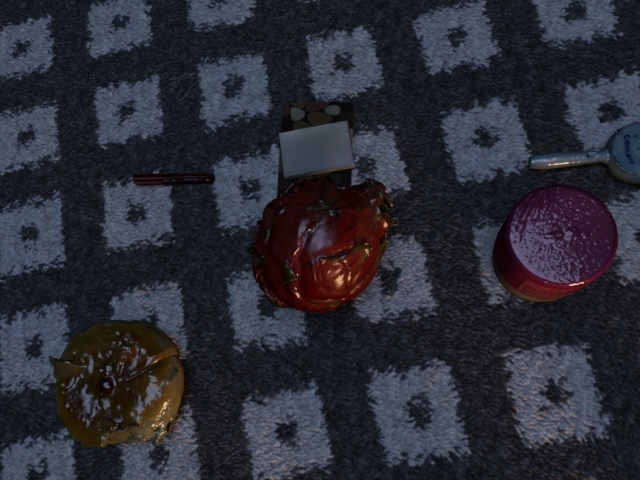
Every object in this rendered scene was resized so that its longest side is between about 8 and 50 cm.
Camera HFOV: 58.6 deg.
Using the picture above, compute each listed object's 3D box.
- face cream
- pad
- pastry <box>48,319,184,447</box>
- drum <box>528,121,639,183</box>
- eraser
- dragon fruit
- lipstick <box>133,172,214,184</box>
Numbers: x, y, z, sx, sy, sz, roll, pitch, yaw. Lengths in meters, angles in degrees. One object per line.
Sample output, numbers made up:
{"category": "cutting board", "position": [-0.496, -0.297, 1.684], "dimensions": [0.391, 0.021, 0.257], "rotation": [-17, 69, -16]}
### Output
{"category": "face cream", "position": [0.397, 0.014, 0.996], "dimensions": [0.175, 0.195, 0.175], "rotation": [-3, 74, 9]}
{"category": "pad", "position": [-0.010, -0.187, 1.208], "dimensions": [0.158, 0.003, 0.234], "rotation": [1, 75, 8]}
{"category": "pastry", "position": [-0.383, 0.265, 1.080], "dimensions": [0.257, 0.121, 0.235], "rotation": [-4, 74, 6]}
{"category": "drum", "position": [0.540, -0.180, 1.102], "dimensions": [0.253, 0.049, 0.130], "rotation": [11, 77, 11]}
{"category": "eraser", "position": [-0.009, -0.189, 1.193], "dimensions": [0.150, 0.023, 0.103], "rotation": [-9, 74, 5]}
{"category": "dragon fruit", "position": [0.000, 0.000, 1.033], "dimensions": [0.299, 0.244, 0.244], "rotation": [-43, 73, 14]}
{"category": "lipstick", "position": [-0.314, -0.132, 1.227], "dimensions": [0.177, 0.027, 0.027], "rotation": [0, 75, 7]}
